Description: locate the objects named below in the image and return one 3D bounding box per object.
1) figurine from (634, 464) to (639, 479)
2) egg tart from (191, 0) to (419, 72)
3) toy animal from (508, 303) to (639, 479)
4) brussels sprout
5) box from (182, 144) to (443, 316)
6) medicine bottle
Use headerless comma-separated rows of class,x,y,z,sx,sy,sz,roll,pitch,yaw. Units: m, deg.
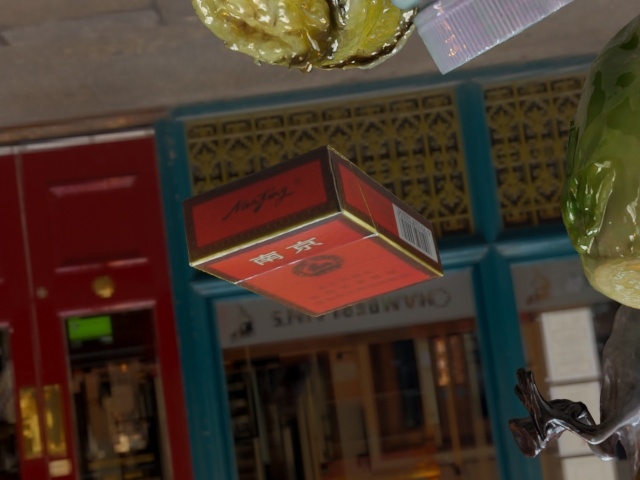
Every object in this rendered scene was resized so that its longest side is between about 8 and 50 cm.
figurine,0.318,0.220,0.803,0.167,0.192,0.257,8,-174,21
egg tart,-0.045,-0.308,1.194,0.345,0.345,0.132,-13,-143,44
toy animal,0.358,0.139,1.210,0.324,0.195,0.090,-46,-172,-17
brussels sprout,0.352,-0.077,0.977,0.259,0.294,0.227,32,166,-34
box,0.000,0.001,0.997,0.153,0.074,0.240,-15,158,23
medicine bottle,0.094,-0.257,0.829,0.139,0.225,0.139,-30,-176,2
